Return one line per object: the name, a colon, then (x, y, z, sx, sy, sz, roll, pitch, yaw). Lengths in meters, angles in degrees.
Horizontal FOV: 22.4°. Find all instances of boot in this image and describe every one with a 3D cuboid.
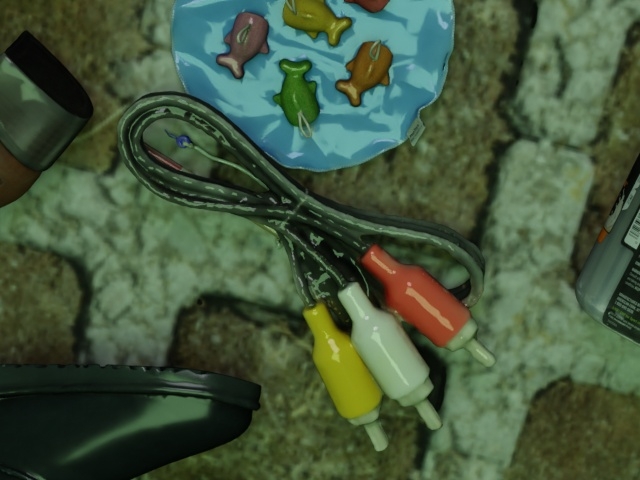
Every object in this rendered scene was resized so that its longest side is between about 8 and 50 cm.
boot: (-0.161, 0.186, 1.057, 0.246, 0.094, 0.207, -1, 80, 11)
boot: (-0.329, -0.081, 1.066, 0.280, 0.096, 0.264, -41, 104, 18)

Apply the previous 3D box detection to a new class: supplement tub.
supplement tub: (0.248, -0.022, 1.008, 0.117, 0.117, 0.190, 25, 102, -2)

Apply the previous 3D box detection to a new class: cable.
cable: (0.000, 0.000, 1.038, 0.139, 0.072, 0.287, -40, 107, 11)

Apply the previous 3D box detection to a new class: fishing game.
fishing game: (-0.006, -0.130, 1.041, 0.189, 0.041, 0.264, 33, 104, -4)
